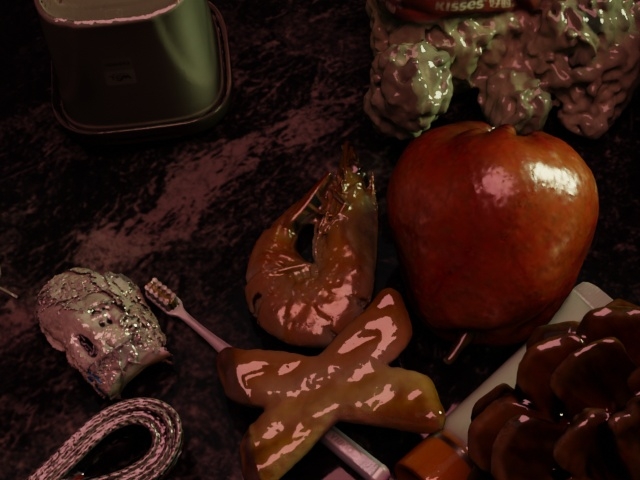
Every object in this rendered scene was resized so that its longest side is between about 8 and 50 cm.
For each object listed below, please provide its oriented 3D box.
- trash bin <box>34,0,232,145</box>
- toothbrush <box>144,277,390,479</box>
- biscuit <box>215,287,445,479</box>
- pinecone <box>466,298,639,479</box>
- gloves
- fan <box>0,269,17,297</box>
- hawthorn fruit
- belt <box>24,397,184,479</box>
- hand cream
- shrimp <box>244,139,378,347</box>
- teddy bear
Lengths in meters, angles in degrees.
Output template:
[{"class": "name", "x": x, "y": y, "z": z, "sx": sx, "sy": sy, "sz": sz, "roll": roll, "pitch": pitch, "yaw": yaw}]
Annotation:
[{"class": "trash bin", "x": -0.220, "y": -0.253, "z": 1.387, "sx": 0.220, "sy": 0.250, "sz": 0.219, "roll": -8, "pitch": 66, "yaw": -3}, {"class": "toothbrush", "x": -0.062, "y": 0.147, "z": 1.286, "sx": 0.342, "sy": 0.030, "sz": 0.025, "roll": 38, "pitch": 74, "yaw": 18}, {"class": "biscuit", "x": 0.007, "y": 0.150, "z": 1.224, "sx": 0.208, "sy": 0.047, "sz": 0.164, "roll": -19, "pitch": 60, "yaw": 2}, {"class": "pinecone", "x": 0.320, "y": 0.232, "z": 1.015, "sx": 0.398, "sy": 0.397, "sz": 0.397, "roll": -1, "pitch": 61, "yaw": 2}, {"class": "gloves", "x": -0.234, "y": 0.088, "z": 1.301, "sx": 0.114, "sy": 0.070, "sz": 0.153, "roll": -37, "pitch": 64, "yaw": -16}, {"class": "fan", "x": -0.378, "y": 0.038, "z": 1.372, "sx": 0.080, "sy": 0.003, "sz": 0.060, "roll": 0, "pitch": 62, "yaw": 3}, {"class": "hawthorn fruit", "x": 0.170, "y": 0.005, "z": 1.264, "sx": 0.224, "sy": 0.224, "sz": 0.260, "roll": 11, "pitch": 83, "yaw": 8}, {"class": "belt", "x": -0.291, "y": 0.273, "z": 1.191, "sx": 0.360, "sy": 0.094, "sz": 0.126, "roll": -30, "pitch": 69, "yaw": -12}, {"class": "hand cream", "x": 0.222, "y": 0.173, "z": 1.237, "sx": 0.314, "sy": 0.089, "sz": 0.140, "roll": -37, "pitch": 63, "yaw": -24}, {"class": "shrimp", "x": 0.000, "y": -0.001, "z": 1.351, "sx": 0.145, "sy": 0.061, "sz": 0.267, "roll": 7, "pitch": 64, "yaw": 16}, {"class": "teddy bear", "x": 0.227, "y": -0.271, "z": 1.409, "sx": 0.368, "sy": 0.224, "sz": 0.357, "roll": 1, "pitch": 75, "yaw": 0}]
